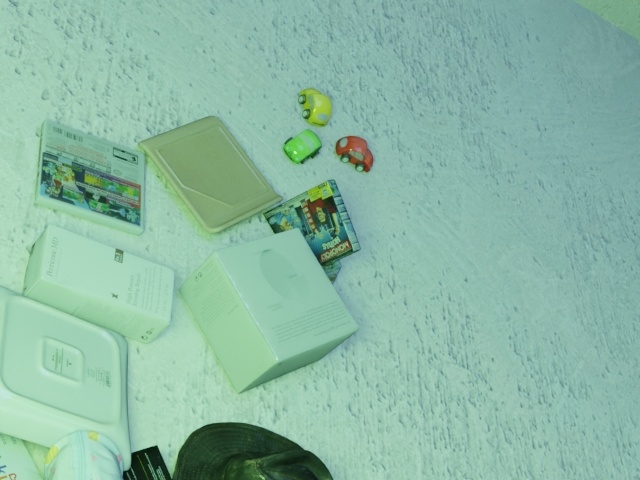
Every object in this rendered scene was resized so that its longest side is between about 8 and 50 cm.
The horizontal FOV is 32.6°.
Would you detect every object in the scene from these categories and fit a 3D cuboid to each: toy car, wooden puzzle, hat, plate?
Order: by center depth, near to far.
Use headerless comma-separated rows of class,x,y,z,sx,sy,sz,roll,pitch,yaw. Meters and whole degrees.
plate,-0.399,0.192,1.648,0.278,0.045,0.277,27,31,-30
hat,-0.069,0.411,1.751,0.331,0.134,0.331,23,46,-26
wooden puzzle,-0.215,-0.129,2.137,0.238,0.044,0.221,49,40,9
toy car,0.003,-0.228,2.396,0.239,0.053,0.225,50,40,4

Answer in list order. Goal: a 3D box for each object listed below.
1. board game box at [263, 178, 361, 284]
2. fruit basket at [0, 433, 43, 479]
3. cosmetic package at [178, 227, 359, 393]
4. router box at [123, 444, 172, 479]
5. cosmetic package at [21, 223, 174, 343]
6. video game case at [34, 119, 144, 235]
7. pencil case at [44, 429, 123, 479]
board game box,0.000,0.000,2.135,0.060,0.194,0.194,-18,85,-47
fruit basket,-0.467,0.370,1.407,0.353,0.165,0.327,-10,60,-52
cosmetic package,-0.091,0.123,1.960,0.224,0.138,0.224,-16,68,-47
router box,-0.273,0.408,1.633,0.133,0.046,0.178,-11,66,-40
cosmetic package,-0.363,0.073,1.804,0.231,0.085,0.117,23,45,-28
video game case,-0.410,-0.113,1.963,0.201,0.023,0.183,19,47,-31
pencil case,-0.311,0.357,1.451,0.273,0.114,0.124,-130,-163,-70
